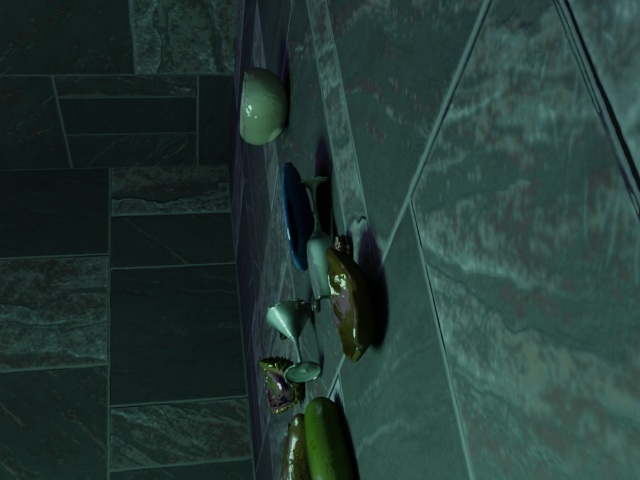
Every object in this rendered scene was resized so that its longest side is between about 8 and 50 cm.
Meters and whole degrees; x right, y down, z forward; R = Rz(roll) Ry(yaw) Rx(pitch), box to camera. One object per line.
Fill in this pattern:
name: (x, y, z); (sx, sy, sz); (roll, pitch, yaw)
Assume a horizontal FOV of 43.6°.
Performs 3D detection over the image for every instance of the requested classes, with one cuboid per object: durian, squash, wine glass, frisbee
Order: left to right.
durian: (-0.080, 0.390, 2.165); (0.108, 0.119, 0.186); (9, 118, 41)
wine glass: (-0.061, 0.244, 1.908); (0.122, 0.122, 0.182); (99, 163, -48)
frisbee: (-0.040, -0.053, 1.743); (0.242, 0.045, 0.242); (-9, -90, -82)
wine glass: (0.000, 0.000, 1.646); (0.074, 0.074, 0.262); (129, 135, -75)
squash: (0.019, 0.438, 1.587); (0.341, 0.095, 0.094); (-101, 13, -51)

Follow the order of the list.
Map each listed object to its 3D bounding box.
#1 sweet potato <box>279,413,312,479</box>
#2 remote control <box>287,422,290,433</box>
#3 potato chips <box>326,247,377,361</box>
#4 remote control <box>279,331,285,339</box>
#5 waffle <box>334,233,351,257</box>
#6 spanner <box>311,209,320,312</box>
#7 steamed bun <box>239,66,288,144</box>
sweet potato: (-0.055, 0.600, 2.007); (0.114, 0.092, 0.341); (-8, 85, 63)
remote control: (-0.084, 0.657, 2.361); (0.063, 0.025, 0.245); (-120, 30, -67)
potato chips: (0.058, 0.106, 1.364); (0.208, 0.062, 0.195); (-157, 60, -77)
remote control: (-0.100, 0.249, 2.354); (0.212, 0.028, 0.059); (121, 149, -71)
waffle: (0.040, 0.025, 1.528); (0.083, 0.029, 0.075); (163, 108, -82)
spanner: (-0.011, 0.049, 1.853); (0.054, 0.015, 0.254); (-121, 30, -72)
steamed bun: (-0.155, -0.367, 2.222); (0.228, 0.131, 0.177); (96, 177, -45)
